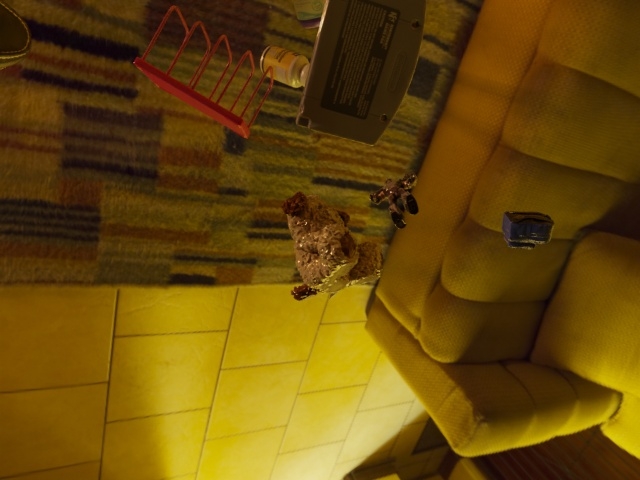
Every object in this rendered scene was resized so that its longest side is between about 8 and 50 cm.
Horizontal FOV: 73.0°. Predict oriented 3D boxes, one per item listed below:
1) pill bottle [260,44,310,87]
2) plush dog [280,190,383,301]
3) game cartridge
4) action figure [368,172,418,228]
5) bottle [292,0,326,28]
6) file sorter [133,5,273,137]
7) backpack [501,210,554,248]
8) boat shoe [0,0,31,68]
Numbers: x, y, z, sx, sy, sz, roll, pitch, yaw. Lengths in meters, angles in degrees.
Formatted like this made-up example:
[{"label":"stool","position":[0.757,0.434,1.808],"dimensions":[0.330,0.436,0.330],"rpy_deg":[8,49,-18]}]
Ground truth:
[{"label":"pill bottle","position":[-0.101,-0.571,1.433],"dimensions":[0.103,0.184,0.103],"rpy_deg":[-48,155,-32]},{"label":"plush dog","position":[0.000,0.000,0.998],"dimensions":[0.210,0.226,0.262],"rpy_deg":[-28,156,22]},{"label":"game cartridge","position":[0.082,-0.344,0.832],"dimensions":[0.197,0.062,0.298],"rpy_deg":[11,116,-14]},{"label":"action figure","position":[0.272,-0.164,1.543],"dimensions":[0.185,0.285,0.099],"rpy_deg":[-36,117,15]},{"label":"bottle","position":[-0.047,-0.823,1.359],"dimensions":[0.118,0.092,0.283],"rpy_deg":[-2,142,17]},{"label":"file sorter","position":[-0.285,-0.435,1.140],"dimensions":[0.290,0.202,0.182],"rpy_deg":[29,91,-7]},{"label":"backpack","position":[0.574,-0.030,1.196],"dimensions":[0.120,0.098,0.101],"rpy_deg":[0,118,9]},{"label":"boat shoe","position":[-0.268,-0.162,0.286],"dimensions":[0.064,0.206,0.075],"rpy_deg":[-2,96,11]}]
